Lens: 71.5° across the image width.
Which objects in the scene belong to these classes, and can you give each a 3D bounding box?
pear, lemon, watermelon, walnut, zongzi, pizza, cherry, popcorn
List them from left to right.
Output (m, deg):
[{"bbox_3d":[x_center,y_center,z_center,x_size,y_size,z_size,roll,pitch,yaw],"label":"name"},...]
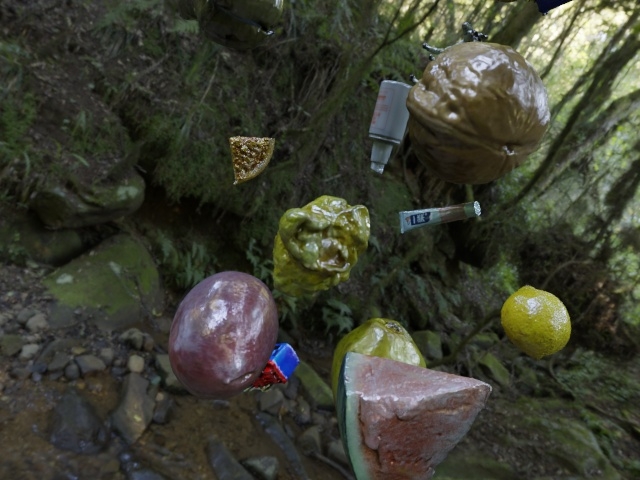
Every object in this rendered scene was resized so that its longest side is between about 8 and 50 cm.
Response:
[{"bbox_3d":[-0.203,-0.453,0.854,0.174,0.357,0.393,4,-24,-32],"label":"zongzi"},{"bbox_3d":[-0.199,0.202,0.916,0.220,0.262,0.307,15,15,-11],"label":"cherry"},{"bbox_3d":[-0.208,-0.253,1.286,0.131,0.178,0.041,54,-15,-17],"label":"pizza"},{"bbox_3d":[-0.011,0.000,1.405,0.293,0.293,0.334,-2,23,34],"label":"popcorn"},{"bbox_3d":[0.149,0.367,1.188,0.268,0.322,0.269,7,16,-2],"label":"pear"},{"bbox_3d":[0.148,0.313,0.877,0.250,0.292,0.283,39,-26,60],"label":"watermelon"},{"bbox_3d":[0.338,-0.284,1.004,0.332,0.333,0.333,30,4,-2],"label":"walnut"},{"bbox_3d":[0.371,0.139,0.771,0.108,0.133,0.109,0,-26,0],"label":"lemon"}]

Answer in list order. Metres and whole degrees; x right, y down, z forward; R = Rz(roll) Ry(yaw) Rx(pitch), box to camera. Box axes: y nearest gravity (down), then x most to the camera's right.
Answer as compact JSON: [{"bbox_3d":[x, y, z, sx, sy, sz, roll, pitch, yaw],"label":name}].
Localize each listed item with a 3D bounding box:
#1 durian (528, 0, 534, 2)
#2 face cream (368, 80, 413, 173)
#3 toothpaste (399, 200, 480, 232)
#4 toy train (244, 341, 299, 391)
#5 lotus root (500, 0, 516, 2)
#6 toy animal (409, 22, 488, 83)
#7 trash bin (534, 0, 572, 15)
[{"bbox_3d":[0.525,-0.680,1.025,0.177,0.200,0.237,61,25,-5],"label":"durian"},{"bbox_3d":[0.191,-0.320,1.276,0.101,0.252,0.101,14,13,-3],"label":"face cream"},{"bbox_3d":[0.281,-0.059,1.078,0.205,0.056,0.036,-10,-12,41],"label":"toothpaste"},{"bbox_3d":[-0.171,0.379,1.314,0.203,0.131,0.083,-20,-71,41],"label":"toy train"},{"bbox_3d":[0.316,-0.450,0.765,0.151,0.063,0.072,34,25,20],"label":"lotus root"},{"bbox_3d":[0.345,-0.475,1.219,0.073,0.217,0.176,8,16,-40],"label":"toy animal"},{"bbox_3d":[0.443,-0.473,0.701,0.163,0.184,0.234,53,-14,-15],"label":"trash bin"}]
